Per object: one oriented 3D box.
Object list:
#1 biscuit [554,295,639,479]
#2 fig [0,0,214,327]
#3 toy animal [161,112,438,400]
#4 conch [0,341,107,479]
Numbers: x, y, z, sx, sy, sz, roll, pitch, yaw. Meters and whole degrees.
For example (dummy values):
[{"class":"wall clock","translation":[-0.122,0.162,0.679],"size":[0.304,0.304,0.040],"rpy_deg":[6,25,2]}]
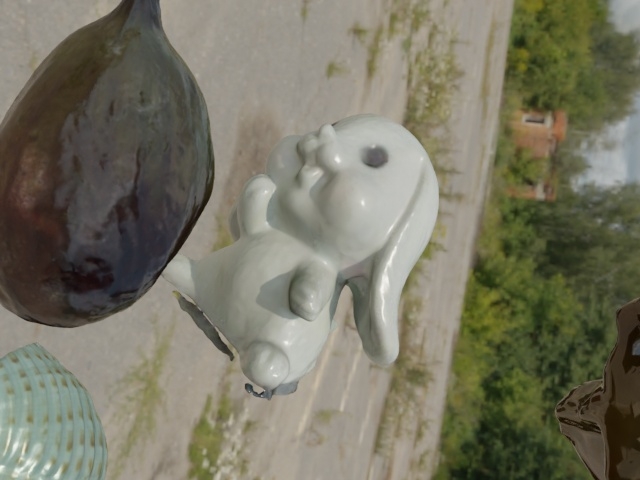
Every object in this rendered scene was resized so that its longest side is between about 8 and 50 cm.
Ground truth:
[{"class":"biscuit","translation":[0.189,-0.027,0.254],"size":[0.268,0.115,0.366],"rpy_deg":[-156,-119,-65]},{"class":"fig","translation":[-0.134,-0.081,0.558],"size":[0.170,0.146,0.274],"rpy_deg":[-102,-151,-82]},{"class":"toy animal","translation":[0.000,0.019,0.847],"size":[0.174,0.289,0.249],"rpy_deg":[26,34,-54]},{"class":"conch","translation":[-0.372,0.289,1.030],"size":[0.303,0.215,0.319],"rpy_deg":[-57,179,-32]}]
